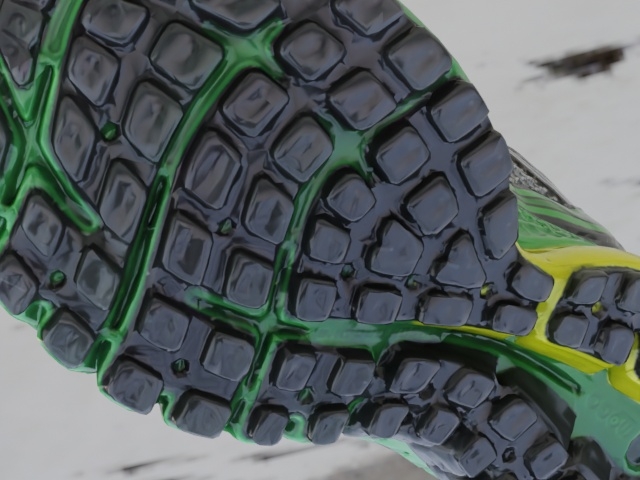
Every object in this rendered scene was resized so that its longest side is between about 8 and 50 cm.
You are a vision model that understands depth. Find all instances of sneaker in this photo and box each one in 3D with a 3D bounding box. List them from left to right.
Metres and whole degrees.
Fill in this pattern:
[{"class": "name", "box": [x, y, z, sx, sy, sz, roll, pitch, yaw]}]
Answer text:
[{"class": "sneaker", "box": [0.000, 0.000, 0.552, 0.343, 0.134, 0.146, 37, -178, -35]}]
